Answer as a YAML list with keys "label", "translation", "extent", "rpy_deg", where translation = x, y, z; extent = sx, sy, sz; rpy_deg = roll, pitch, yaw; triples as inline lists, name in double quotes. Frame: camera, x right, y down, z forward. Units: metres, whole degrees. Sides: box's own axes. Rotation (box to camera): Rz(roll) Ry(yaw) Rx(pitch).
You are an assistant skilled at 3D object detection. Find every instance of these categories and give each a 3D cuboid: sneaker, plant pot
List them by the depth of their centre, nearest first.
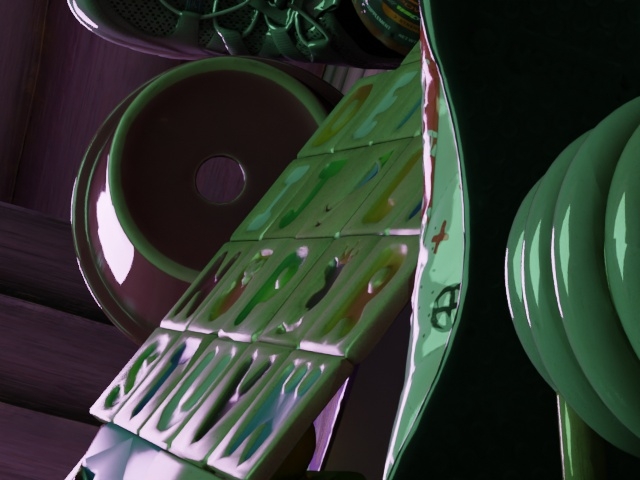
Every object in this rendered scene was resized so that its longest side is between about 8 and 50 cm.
- label: "sneaker"
  translation: [0.072, 0.031, 0.490]
  extent: [0.145, 0.090, 0.270]
  rpy_deg: [31, -121, -74]
- label: "plant pot"
  translation: [-0.051, -0.024, 0.985]
  extent: [0.180, 0.201, 0.201]
  rpy_deg: [100, -175, -81]
- label: "sneaker"
  translation: [-0.019, -0.163, 1.060]
  extent: [0.115, 0.281, 0.105]
  rpy_deg: [-153, 66, -75]

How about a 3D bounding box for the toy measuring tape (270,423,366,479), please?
- label: "toy measuring tape"
  translation: [-0.045, 0.224, 0.685]
  extent: [0.121, 0.121, 0.330]
  rpy_deg: [127, 148, -78]

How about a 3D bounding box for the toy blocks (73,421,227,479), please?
- label: "toy blocks"
  translation: [-0.058, 0.192, 0.345]
  extent: [0.381, 0.190, 0.261]
  rpy_deg: [-62, 22, -9]

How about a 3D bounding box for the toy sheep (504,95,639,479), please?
- label: "toy sheep"
  translation: [0.082, 0.010, 0.359]
  extent: [0.132, 0.091, 0.091]
  rpy_deg: [-20, 51, 54]

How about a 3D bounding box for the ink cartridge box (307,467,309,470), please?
- label: "ink cartridge box"
  translation: [0.020, 0.120, 0.978]
  extent: [0.122, 0.052, 0.088]
  rpy_deg: [-77, 4, -47]

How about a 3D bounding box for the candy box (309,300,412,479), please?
- label: "candy box"
  translation: [0.048, 0.026, 0.826]
  extent: [0.196, 0.070, 0.165]
  rpy_deg: [-87, 13, -68]

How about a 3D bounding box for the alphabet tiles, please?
- label: "alphabet tiles"
  translation: [0.000, 0.000, 0.737]
  extent: [0.342, 0.011, 0.285]
  rpy_deg: [-51, 14, -12]

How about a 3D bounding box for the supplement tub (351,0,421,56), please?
- label: "supplement tub"
  translation: [0.081, -0.184, 0.926]
  extent: [0.198, 0.106, 0.106]
  rpy_deg: [115, 169, -68]
